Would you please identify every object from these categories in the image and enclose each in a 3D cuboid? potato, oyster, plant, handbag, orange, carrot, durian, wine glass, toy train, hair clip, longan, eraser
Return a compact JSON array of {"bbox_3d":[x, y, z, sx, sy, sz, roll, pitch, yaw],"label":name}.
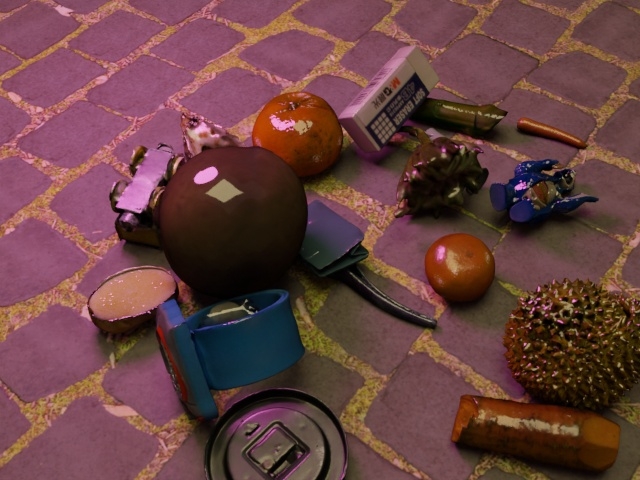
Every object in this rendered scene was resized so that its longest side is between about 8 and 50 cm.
[{"bbox_3d":[-0.407,0.141,1.789,0.200,0.081,0.164,-25,44,-20],"label":"potato"},{"bbox_3d":[-0.265,-0.191,2.042,0.166,0.110,0.341,-37,60,-18],"label":"oyster"},{"bbox_3d":[0.241,-0.222,1.946,0.251,0.180,0.334,-35,55,21],"label":"plant"},{"bbox_3d":[0.000,0.000,1.862,0.144,0.057,0.221,-32,39,-16],"label":"handbag"},{"bbox_3d":[0.304,0.061,1.780,0.156,0.124,0.156,5,61,-9],"label":"orange"},{"bbox_3d":[0.601,-0.278,2.102,0.190,0.037,0.037,21,54,18],"label":"carrot"},{"bbox_3d":[0.402,0.358,1.530,0.301,0.114,0.114,8,51,11],"label":"carrot"},{"bbox_3d":[0.502,0.196,1.579,0.292,0.258,0.258,4,50,18],"label":"durian"},{"bbox_3d":[0.327,-0.203,2.029,0.079,0.079,0.195,-31,55,-21],"label":"wine glass"},{"bbox_3d":[-0.400,-0.108,1.933,0.134,0.177,0.261,11,52,13],"label":"toy train"},{"bbox_3d":[0.135,0.123,1.796,0.275,0.048,0.083,36,50,24],"label":"hair clip"},{"bbox_3d":[-0.195,-0.039,1.743,0.360,0.361,0.361,-2,50,2],"label":"longan"},{"bbox_3d":[-0.056,-0.274,2.054,0.240,0.171,0.240,-1,50,1],"label":"orange"},{"bbox_3d":[0.176,-0.360,2.060,0.279,0.124,0.081,-50,25,-19],"label":"eraser"}]

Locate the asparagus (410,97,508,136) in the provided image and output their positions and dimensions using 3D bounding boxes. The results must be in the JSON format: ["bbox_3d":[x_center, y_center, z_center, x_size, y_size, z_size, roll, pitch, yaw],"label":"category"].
[{"bbox_3d":[0.323,-0.339,2.145,0.342,0.085,0.082,13,63,21],"label":"asparagus"}]

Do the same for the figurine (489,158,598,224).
[{"bbox_3d":[0.516,-0.109,1.923,0.262,0.121,0.164,-11,55,-28],"label":"figurine"}]

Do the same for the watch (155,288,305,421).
[{"bbox_3d":[-0.183,0.204,1.643,0.274,0.242,0.305,-19,11,-13],"label":"watch"}]

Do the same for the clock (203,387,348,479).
[{"bbox_3d":[-0.084,0.416,1.548,0.280,0.055,0.281,-2,50,3],"label":"clock"}]
